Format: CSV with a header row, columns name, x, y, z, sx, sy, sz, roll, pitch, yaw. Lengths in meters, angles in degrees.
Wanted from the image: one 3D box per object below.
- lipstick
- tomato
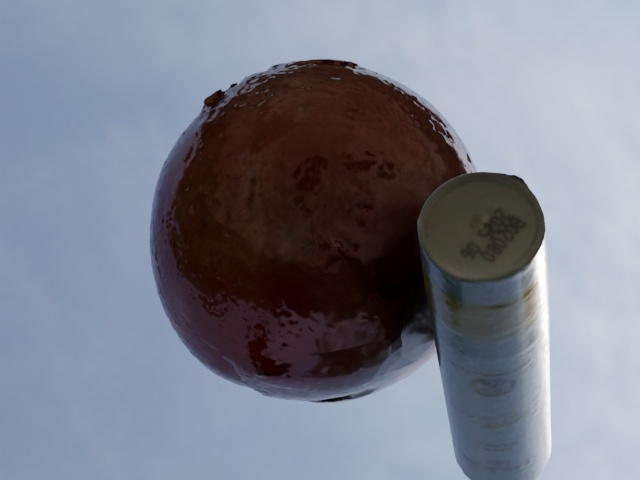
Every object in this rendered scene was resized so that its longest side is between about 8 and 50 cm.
name,x,y,z,sx,sy,sz,roll,pitch,yaw
lipstick,0.087,0.057,0.779,0.059,0.264,0.059,-4,-120,7
tomato,0.000,0.000,0.939,0.208,0.208,0.184,-4,-129,-21
